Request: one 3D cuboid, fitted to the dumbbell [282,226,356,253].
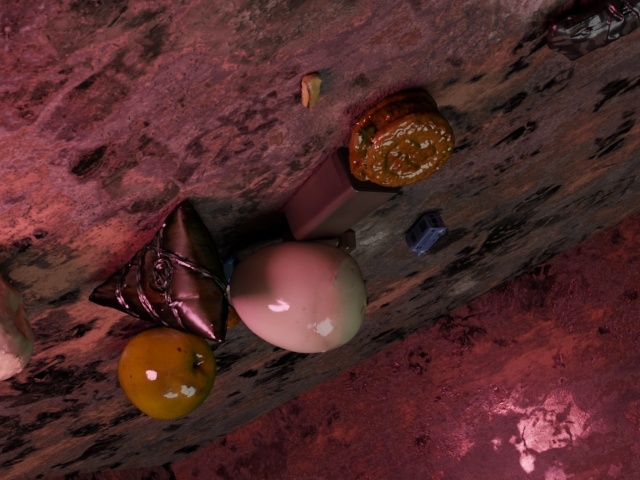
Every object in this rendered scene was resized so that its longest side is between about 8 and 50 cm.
[{"bbox_3d":[0.000,0.000,2.160,0.231,0.082,0.092,0,149,-47],"label":"dumbbell"}]

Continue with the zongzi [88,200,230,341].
[{"bbox_3d":[-0.300,0.098,1.901,0.362,0.319,0.383,-4,170,-44],"label":"zongzi"}]

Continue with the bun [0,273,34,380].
[{"bbox_3d":[-0.764,0.170,1.598,0.359,0.211,0.360,-10,154,-5],"label":"bun"}]

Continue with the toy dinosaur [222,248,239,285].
[{"bbox_3d":[-0.224,0.088,2.144,0.144,0.076,0.329,-30,156,37],"label":"toy dinosaur"}]

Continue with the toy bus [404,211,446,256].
[{"bbox_3d":[0.318,-0.017,2.468,0.076,0.073,0.167,-6,149,-32],"label":"toy bus"}]

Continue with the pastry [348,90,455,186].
[{"bbox_3d":[0.171,-0.223,1.768,0.235,0.132,0.240,-15,145,-4],"label":"pastry"}]

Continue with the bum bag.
[{"bbox_3d":[0.644,-0.490,1.691,0.340,0.095,0.144,-29,143,9],"label":"bum bag"}]

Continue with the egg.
[{"bbox_3d":[-0.057,0.136,1.975,0.345,0.283,0.283,7,159,8],"label":"egg"}]

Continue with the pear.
[{"bbox_3d":[-0.456,0.384,2.332,0.294,0.294,0.294,-21,158,-9],"label":"pear"}]

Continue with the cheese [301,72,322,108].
[{"bbox_3d":[-0.015,-0.292,1.543,0.044,0.030,0.083,-40,159,-20],"label":"cheese"}]

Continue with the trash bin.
[{"bbox_3d":[0.041,-0.104,1.919,0.164,0.122,0.240,-1,151,-45],"label":"trash bin"}]

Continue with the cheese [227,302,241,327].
[{"bbox_3d":[-0.283,0.172,2.081,0.156,0.250,0.064,13,114,-11],"label":"cheese"}]
